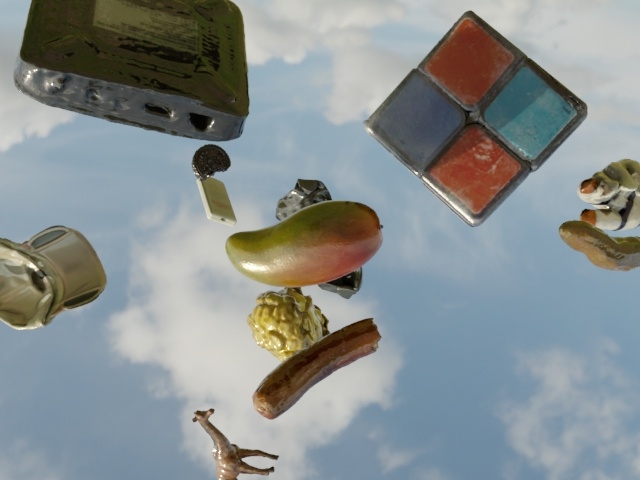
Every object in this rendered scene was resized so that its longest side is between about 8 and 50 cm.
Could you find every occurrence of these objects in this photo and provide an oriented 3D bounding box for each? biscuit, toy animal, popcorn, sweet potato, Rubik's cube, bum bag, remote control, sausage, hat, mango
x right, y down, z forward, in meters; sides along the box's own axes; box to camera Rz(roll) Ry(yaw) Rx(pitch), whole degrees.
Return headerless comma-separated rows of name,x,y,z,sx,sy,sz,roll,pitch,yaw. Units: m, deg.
biscuit,-0.238,-0.167,1.711,0.087,0.089,0.027,20,163,-24
toy animal,-0.208,0.489,1.830,0.230,0.224,0.066,20,-147,-10
popcorn,-0.084,0.222,2.123,0.250,0.190,0.250,43,180,0
sweet potato,0.382,0.011,1.054,0.182,0.054,0.053,13,-155,-35
Rubik's cube,0.315,-0.236,1.637,0.318,0.313,0.316,43,-172,5
bum bag,0.000,0.000,1.845,0.142,0.326,0.079,-16,-159,24
remote control,-0.294,-0.115,2.213,0.088,0.029,0.190,18,-148,-35
sausage,-0.010,0.251,1.577,0.302,0.076,0.103,-30,-163,-19
hat,-0.610,0.083,1.753,0.226,0.164,0.219,-20,-100,-49
mango,-0.026,0.014,1.433,0.289,0.146,0.129,-19,-139,21

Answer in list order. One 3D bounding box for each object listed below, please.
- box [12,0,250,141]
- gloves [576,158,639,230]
box,-0.237,-0.265,1.045,0.290,0.073,0.288,12,-133,-20
gloves,0.564,-0.096,1.510,0.219,0.140,0.131,17,-135,-34
